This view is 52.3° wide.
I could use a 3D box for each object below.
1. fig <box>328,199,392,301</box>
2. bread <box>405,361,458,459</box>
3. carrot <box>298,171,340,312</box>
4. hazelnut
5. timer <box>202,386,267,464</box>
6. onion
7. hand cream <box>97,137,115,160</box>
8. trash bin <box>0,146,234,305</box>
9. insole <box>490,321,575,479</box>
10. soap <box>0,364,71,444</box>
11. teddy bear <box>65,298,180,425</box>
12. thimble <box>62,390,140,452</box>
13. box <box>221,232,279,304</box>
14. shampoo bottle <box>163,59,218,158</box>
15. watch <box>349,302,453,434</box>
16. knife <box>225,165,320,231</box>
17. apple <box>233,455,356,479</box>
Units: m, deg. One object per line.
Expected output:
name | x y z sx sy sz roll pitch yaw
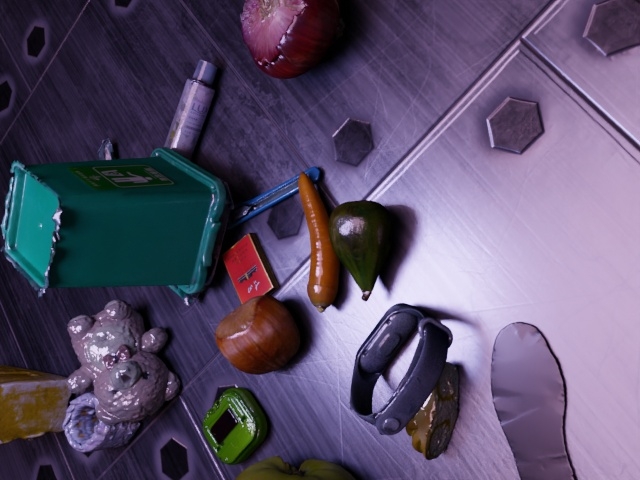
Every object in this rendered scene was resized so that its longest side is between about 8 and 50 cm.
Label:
fig | 0.076 0.016 1.149 0.117 0.117 0.177 -4 100 34
bread | 0.175 0.269 1.076 0.094 0.083 0.157 29 104 45
carrot | 0.000 0.000 1.222 0.066 0.062 0.271 -14 77 57
hazelnut | -0.117 0.185 1.242 0.150 0.150 0.150 -3 84 34
timer | -0.176 0.375 1.316 0.140 0.047 0.128 -50 61 20
onion | -0.053 -0.424 1.233 0.248 0.161 0.247 -12 69 34
hand cream | -0.520 -0.123 1.587 0.075 0.052 0.247 -19 76 31
trash bin | -0.398 -0.021 1.286 0.259 0.381 0.295 32 114 37
insole | 0.336 0.298 1.001 0.119 0.009 0.348 -20 75 33
soap | -0.825 0.401 1.609 0.335 0.293 0.156 1 83 35
teddy bear | -0.443 0.268 1.439 0.236 0.151 0.267 -25 61 -11
thimble | -0.503 0.414 1.493 0.151 0.118 0.127 -37 65 26
box | -0.145 0.063 1.336 0.090 0.023 0.133 -37 67 28
shampoo bottle | -0.280 -0.288 1.430 0.072 0.072 0.214 28 102 32
watch | 0.127 0.201 1.061 0.206 0.068 0.193 -52 22 16
knife | -0.118 -0.082 1.328 0.297 0.026 0.044 -26 60 30
apple | -0.065 0.521 1.118 0.295 0.233 0.257 -2 88 34
